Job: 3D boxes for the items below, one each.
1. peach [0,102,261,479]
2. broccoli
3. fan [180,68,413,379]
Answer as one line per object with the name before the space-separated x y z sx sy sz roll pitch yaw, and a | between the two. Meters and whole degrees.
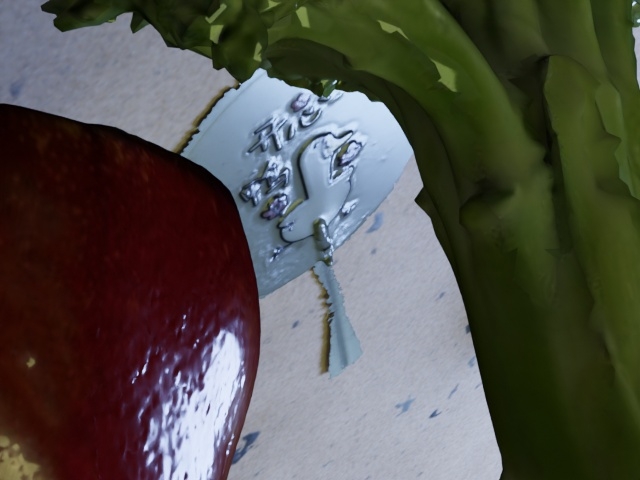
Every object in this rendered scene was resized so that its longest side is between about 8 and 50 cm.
peach | -0.146 0.046 0.595 0.248 0.245 0.275 -23 155 3
broccoli | 0.085 -0.061 0.661 0.353 0.397 0.275 -47 -172 -32
fan | 0.000 0.001 1.021 0.233 0.012 0.415 -38 152 -10
